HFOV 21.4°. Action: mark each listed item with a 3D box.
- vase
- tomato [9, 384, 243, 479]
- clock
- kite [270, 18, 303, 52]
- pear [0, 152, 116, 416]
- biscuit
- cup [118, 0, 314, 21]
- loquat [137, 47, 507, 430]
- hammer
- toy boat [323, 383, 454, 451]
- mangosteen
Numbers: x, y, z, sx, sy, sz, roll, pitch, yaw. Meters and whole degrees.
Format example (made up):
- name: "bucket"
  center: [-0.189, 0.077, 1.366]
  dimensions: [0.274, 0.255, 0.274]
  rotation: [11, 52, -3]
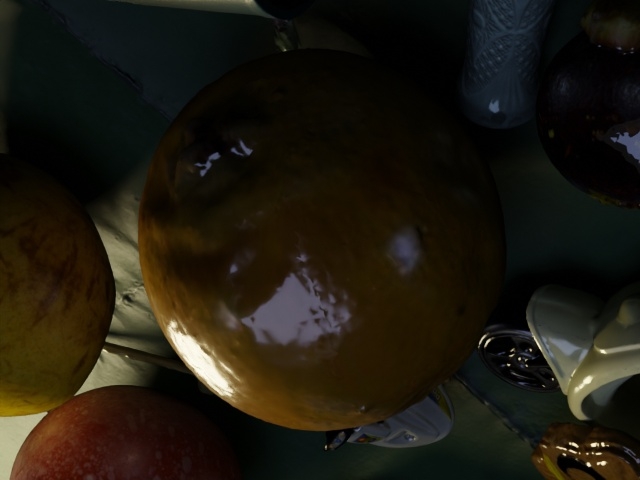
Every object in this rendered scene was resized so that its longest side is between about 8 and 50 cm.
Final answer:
- name: "vase"
  center: [0.155, -0.192, 1.375]
  dimensions: [0.096, 0.096, 0.219]
  rotation: [16, 138, 11]
- name: "tomato"
  center: [-0.209, 0.278, 1.894]
  dimensions: [0.270, 0.227, 0.270]
  rotation: [22, 160, 9]
- name: "clock"
  center: [0.353, 0.143, 1.579]
  dimensions: [0.379, 0.120, 0.276]
  rotation: [34, 145, -13]
- name: "kite"
  center: [-0.081, -0.307, 1.431]
  dimensions: [0.406, 0.014, 0.368]
  rotation: [-2, 128, 26]
- name: "pear"
  center: [-0.341, 0.047, 1.720]
  dimensions: [0.280, 0.281, 0.281]
  rotation: [13, 135, 14]
- name: "biscuit"
  center: [0.309, 0.248, 1.635]
  dimensions: [0.208, 0.041, 0.290]
  rotation: [38, 164, -18]
- name: "cup"
  center: [-0.156, -0.322, 1.275]
  dimensions: [0.292, 0.242, 0.308]
  rotation: [6, 134, 22]
- name: "loquat"
  center: [0.000, 0.000, 1.460]
  dimensions: [0.328, 0.328, 0.328]
  rotation: [13, 135, 14]
- name: "hammer"
  center: [-0.199, 0.122, 1.888]
  dimensions: [0.195, 0.028, 0.060]
  rotation: [12, 129, 17]
- name: "toy boat"
  center: [0.014, 0.126, 1.715]
  dimensions: [0.269, 0.141, 0.141]
  rotation: [48, 134, -1]
- name: "mangosteen"
  center: [0.270, -0.128, 1.334]
  dimensions: [0.192, 0.192, 0.217]
  rotation: [13, 96, 14]
